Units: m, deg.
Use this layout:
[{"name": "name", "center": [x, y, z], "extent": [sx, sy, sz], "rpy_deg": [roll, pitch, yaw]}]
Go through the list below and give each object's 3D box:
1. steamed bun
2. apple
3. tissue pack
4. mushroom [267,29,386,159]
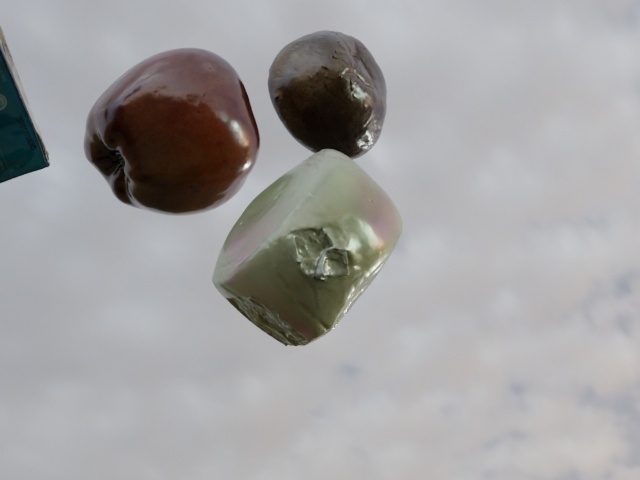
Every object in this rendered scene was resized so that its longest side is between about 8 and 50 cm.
[{"name": "steamed bun", "center": [0.000, 0.000, 1.145], "extent": [0.170, 0.239, 0.152], "rpy_deg": [44, -26, -11]}, {"name": "apple", "center": [-0.196, -0.140, 1.347], "extent": [0.233, 0.234, 0.234], "rpy_deg": [-7, -36, -5]}, {"name": "tissue pack", "center": [-0.381, -0.146, 1.084], "extent": [0.120, 0.082, 0.169], "rpy_deg": [-20, -72, -8]}, {"name": "mushroom", "center": [0.027, -0.227, 1.506], "extent": [0.138, 0.194, 0.231], "rpy_deg": [-43, -4, 36]}]
